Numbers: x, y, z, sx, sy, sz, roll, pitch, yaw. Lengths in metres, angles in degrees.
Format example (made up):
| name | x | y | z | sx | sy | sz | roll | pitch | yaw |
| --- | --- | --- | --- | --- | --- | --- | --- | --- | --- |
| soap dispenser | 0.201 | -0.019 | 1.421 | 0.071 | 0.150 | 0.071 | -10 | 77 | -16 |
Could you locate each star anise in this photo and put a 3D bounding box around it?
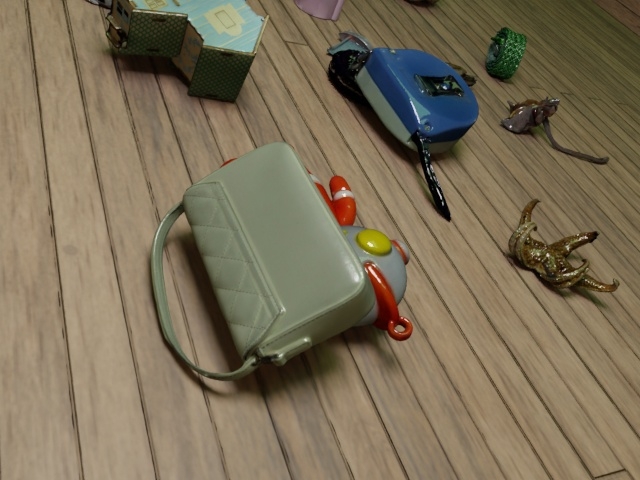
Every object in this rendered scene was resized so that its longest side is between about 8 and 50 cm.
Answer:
| name | x | y | z | sx | sy | sz | roll | pitch | yaw |
| --- | --- | --- | --- | --- | --- | --- | --- | --- | --- |
| star anise | 0.546 | -0.240 | 1.451 | 0.228 | 0.218 | 0.148 | 62 | -2 | -17 |

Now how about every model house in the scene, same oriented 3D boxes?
| name | x | y | z | sx | sy | sz | roll | pitch | yaw |
| --- | --- | --- | --- | --- | --- | --- | --- | --- | --- |
| model house | -0.186 | -0.335 | 1.006 | 0.271 | 0.178 | 0.206 | -38 | 85 | -33 |

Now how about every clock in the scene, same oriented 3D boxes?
| name | x | y | z | sx | sy | sz | roll | pitch | yaw |
| --- | --- | --- | --- | --- | --- | --- | --- | --- | --- |
| clock | -0.064 | -0.671 | 1.541 | 0.290 | 0.080 | 0.276 | 16 | 39 | -13 |

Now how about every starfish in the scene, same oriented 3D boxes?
| name | x | y | z | sx | sy | sz | roll | pitch | yaw |
| --- | --- | --- | --- | --- | --- | --- | --- | --- | --- |
| starfish | 0.402 | 0.020 | 1.018 | 0.189 | 0.074 | 0.146 | 38 | 40 | 14 |

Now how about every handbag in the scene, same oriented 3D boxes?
| name | x | y | z | sx | sy | sz | roll | pitch | yaw |
| --- | --- | --- | --- | --- | --- | --- | --- | --- | --- |
| handbag | -0.080 | 0.025 | 0.678 | 0.219 | 0.079 | 0.256 | -27 | 57 | -1 |

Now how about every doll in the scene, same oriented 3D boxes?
| name | x | y | z | sx | sy | sz | roll | pitch | yaw |
| --- | --- | --- | --- | --- | --- | --- | --- | --- | --- |
| doll | 0.000 | 0.000 | 0.781 | 0.199 | 0.105 | 0.336 | -23 | 58 | -28 |

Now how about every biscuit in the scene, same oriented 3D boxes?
| name | x | y | z | sx | sy | sz | roll | pitch | yaw |
| --- | --- | --- | --- | --- | --- | --- | --- | --- | --- |
| biscuit | 0.105 | -0.329 | 1.266 | 0.194 | 0.053 | 0.195 | 17 | 39 | -14 |

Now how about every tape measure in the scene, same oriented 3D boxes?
| name | x | y | z | sx | sy | sz | roll | pitch | yaw |
| --- | --- | --- | --- | --- | --- | --- | --- | --- | --- |
| tape measure | 0.216 | -0.206 | 1.121 | 0.215 | 0.098 | 0.352 | -12 | 66 | -38 |

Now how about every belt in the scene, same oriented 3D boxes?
| name | x | y | z | sx | sy | sz | roll | pitch | yaw |
| --- | --- | --- | --- | --- | --- | --- | --- | --- | --- |
| belt | 0.478 | -0.498 | 1.623 | 0.079 | 0.121 | 0.151 | 19 | 34 | -5 |

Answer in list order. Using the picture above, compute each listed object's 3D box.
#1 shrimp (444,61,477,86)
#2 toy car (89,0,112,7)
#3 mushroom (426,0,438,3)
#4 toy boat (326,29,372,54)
| name | x | y | z | sx | sy | sz | roll | pitch | yaw |
| --- | --- | --- | --- | --- | --- | --- | --- | --- | --- |
| shrimp | 0.271 | -0.364 | 1.400 | 0.254 | 0.059 | 0.145 | 8 | 44 | -22 |
| toy car | -0.384 | -0.441 | 1.119 | 0.093 | 0.041 | 0.025 | 9 | 49 | -21 |
| mushroom | 0.308 | -0.794 | 1.837 | 0.204 | 0.204 | 0.204 | 16 | 39 | -13 |
| toy boat | 0.059 | -0.424 | 1.374 | 0.096 | 0.034 | 0.122 | 34 | 47 | 9 |
